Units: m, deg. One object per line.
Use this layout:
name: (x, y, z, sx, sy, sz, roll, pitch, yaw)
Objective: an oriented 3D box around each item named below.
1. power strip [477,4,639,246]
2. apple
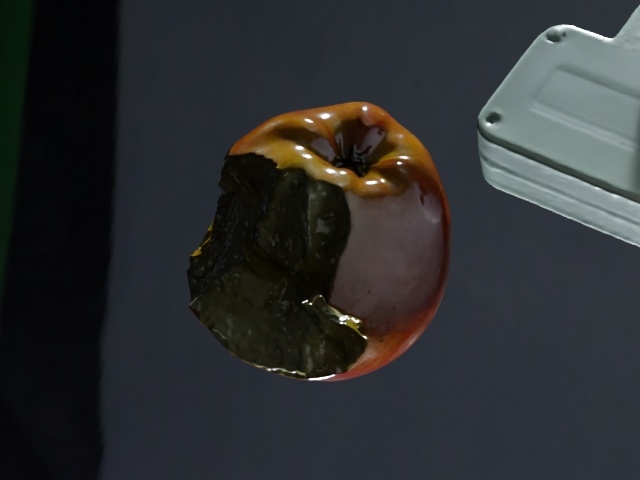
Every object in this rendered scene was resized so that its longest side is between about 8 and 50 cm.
power strip: (0.305, -0.143, 1.429, 0.261, 0.229, 0.141, -51, -30, -25)
apple: (0.007, -0.002, 0.917, 0.147, 0.156, 0.158, 0, -41, -40)
